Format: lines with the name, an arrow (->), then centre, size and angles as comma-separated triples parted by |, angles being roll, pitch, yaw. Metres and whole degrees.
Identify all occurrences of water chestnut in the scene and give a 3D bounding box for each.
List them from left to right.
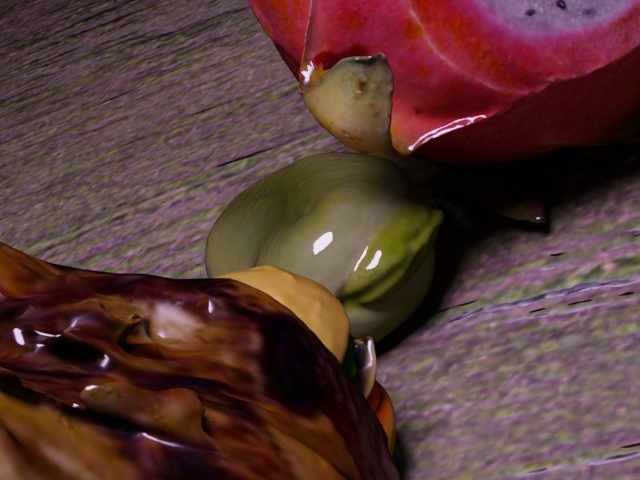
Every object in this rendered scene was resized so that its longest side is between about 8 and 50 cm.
water chestnut -> -0.128, 0.111, 0.470 | 0.335, 0.347, 0.335 | -4, 29, 2

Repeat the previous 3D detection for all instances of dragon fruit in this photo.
dragon fruit -> 0.098, -0.160, 0.784 | 0.290, 0.290, 0.189 | -30, 22, 3

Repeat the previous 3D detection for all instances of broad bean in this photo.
broad bean -> 0.000, 0.000, 0.830 | 0.124, 0.082, 0.174 | -37, 29, -7

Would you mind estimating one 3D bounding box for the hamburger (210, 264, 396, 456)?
hamburger -> -0.046, 0.087, 0.694 | 0.162, 0.115, 0.162 | -23, 26, 12
